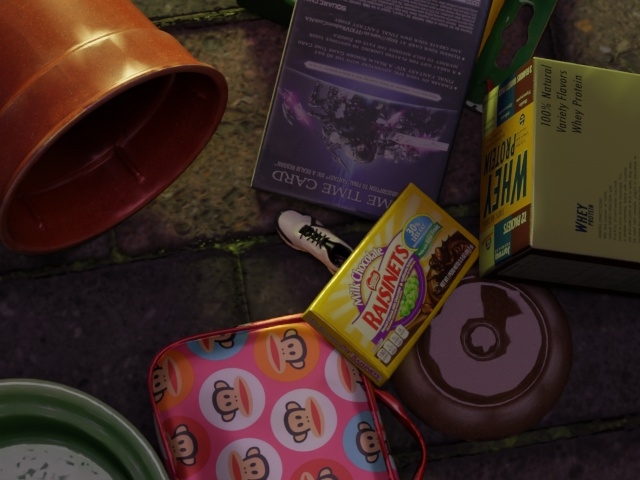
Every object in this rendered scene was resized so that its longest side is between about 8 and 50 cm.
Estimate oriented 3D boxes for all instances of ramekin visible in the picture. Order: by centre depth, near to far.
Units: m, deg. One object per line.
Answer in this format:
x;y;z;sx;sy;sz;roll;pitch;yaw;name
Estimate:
-0.284;0.293;1.791;0.303;0.148;0.303;1;75;-3;ramekin

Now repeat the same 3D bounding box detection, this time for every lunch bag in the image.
-0.025;0.220;1.841;0.258;0.120;0.293;-11;75;-6;lunch bag

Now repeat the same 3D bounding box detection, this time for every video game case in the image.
0.054;-0.161;1.934;0.196;0.026;0.274;15;102;3;video game case

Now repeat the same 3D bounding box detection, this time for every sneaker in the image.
0.000;0.000;1.941;0.109;0.044;0.040;34;78;8;sneaker

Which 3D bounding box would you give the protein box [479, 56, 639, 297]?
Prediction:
0.279;-0.059;1.901;0.201;0.136;0.200;8;74;-16;protein box

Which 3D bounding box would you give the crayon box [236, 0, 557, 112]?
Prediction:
0.094;-0.286;2.004;0.318;0.081;0.202;24;75;3;crayon box

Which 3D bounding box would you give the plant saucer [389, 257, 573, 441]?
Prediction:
0.164;0.106;1.925;0.198;0.036;0.199;1;75;-2;plant saucer

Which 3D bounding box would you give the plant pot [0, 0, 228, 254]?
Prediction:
-0.279;-0.172;1.873;0.272;0.272;0.265;-36;72;-11;plant pot

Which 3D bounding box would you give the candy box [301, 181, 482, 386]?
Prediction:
0.075;0.041;1.872;0.105;0.027;0.206;40;54;-1;candy box
